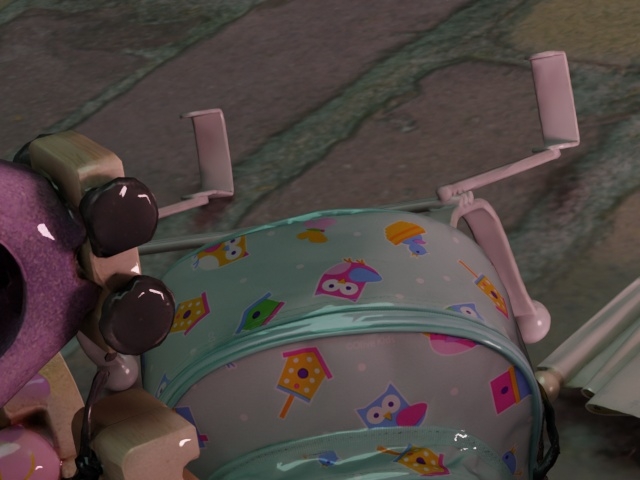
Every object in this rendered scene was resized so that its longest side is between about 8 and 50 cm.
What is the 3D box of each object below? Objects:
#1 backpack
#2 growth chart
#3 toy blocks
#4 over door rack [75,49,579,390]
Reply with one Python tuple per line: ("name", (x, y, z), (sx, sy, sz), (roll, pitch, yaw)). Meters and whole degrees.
("backpack", (0.011, 0.088, 0.707), (0.165, 0.188, 0.144), (-8, 30, 2))
("growth chart", (0.216, 0.066, 0.827), (0.237, 0.021, 0.172), (19, 32, 40))
("toy blocks", (-0.212, 0.099, 0.622), (0.260, 0.289, 0.309), (-17, 22, -24))
("over door rack", (0.000, 0.000, 0.935), (0.239, 0.108, 0.324), (-7, 16, 18))
